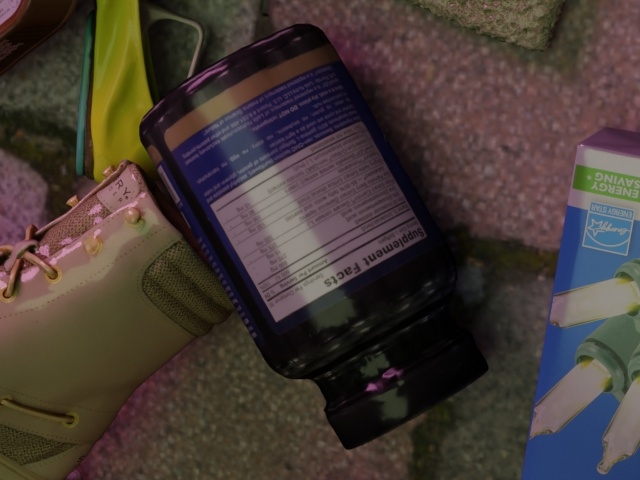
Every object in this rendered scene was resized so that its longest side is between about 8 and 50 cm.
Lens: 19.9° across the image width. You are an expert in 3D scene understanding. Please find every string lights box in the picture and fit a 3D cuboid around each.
[{"bbox_3d":[0.188,0.081,0.984,0.133,0.077,0.259,12,104,19],"label":"string lights box"}]

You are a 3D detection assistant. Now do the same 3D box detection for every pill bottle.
[{"bbox_3d":[0.000,0.000,1.022,0.123,0.123,0.219,-30,88,24],"label":"pill bottle"}]

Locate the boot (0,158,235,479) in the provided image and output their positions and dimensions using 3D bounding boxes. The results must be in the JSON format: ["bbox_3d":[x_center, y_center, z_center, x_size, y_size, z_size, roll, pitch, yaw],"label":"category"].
[{"bbox_3d":[-0.185,0.018,1.038,0.203,0.095,0.262,-42,120,9],"label":"boot"}]

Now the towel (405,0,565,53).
[{"bbox_3d":[0.077,-0.175,1.010,0.148,0.027,0.110,27,110,16],"label":"towel"}]

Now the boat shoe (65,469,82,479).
[{"bbox_3d":[-0.292,0.149,1.126,0.109,0.302,0.094,20,92,62],"label":"boat shoe"}]

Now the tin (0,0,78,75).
[{"bbox_3d":[-0.202,-0.158,1.081,0.190,0.040,0.106,-27,73,50],"label":"tin"}]

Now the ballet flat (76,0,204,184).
[{"bbox_3d":[-0.107,-0.144,1.076,0.077,0.077,0.230,0,104,1],"label":"ballet flat"}]
